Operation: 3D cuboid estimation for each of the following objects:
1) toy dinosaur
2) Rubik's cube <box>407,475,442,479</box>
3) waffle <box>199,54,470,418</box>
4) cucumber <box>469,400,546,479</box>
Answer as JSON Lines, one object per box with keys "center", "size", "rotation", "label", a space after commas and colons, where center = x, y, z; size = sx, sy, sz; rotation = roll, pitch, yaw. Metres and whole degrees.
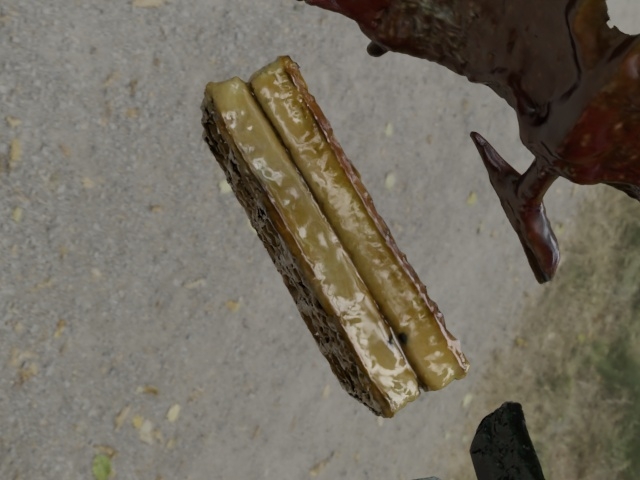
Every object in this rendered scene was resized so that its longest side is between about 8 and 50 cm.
{"center": [0.091, -0.043, 0.385], "size": [0.113, 0.206, 0.327], "rotation": [-45, 104, -24], "label": "toy dinosaur"}
{"center": [-0.023, 0.333, 0.539], "size": [0.253, 0.256, 0.259], "rotation": [-7, 141, -12], "label": "Rubik's cube"}
{"center": [-0.001, 0.001, 0.785], "size": [0.091, 0.213, 0.308], "rotation": [-28, 90, -9], "label": "waffle"}
{"center": [0.133, 0.199, 0.529], "size": [0.220, 0.046, 0.070], "rotation": [-95, 168, -55], "label": "cucumber"}
